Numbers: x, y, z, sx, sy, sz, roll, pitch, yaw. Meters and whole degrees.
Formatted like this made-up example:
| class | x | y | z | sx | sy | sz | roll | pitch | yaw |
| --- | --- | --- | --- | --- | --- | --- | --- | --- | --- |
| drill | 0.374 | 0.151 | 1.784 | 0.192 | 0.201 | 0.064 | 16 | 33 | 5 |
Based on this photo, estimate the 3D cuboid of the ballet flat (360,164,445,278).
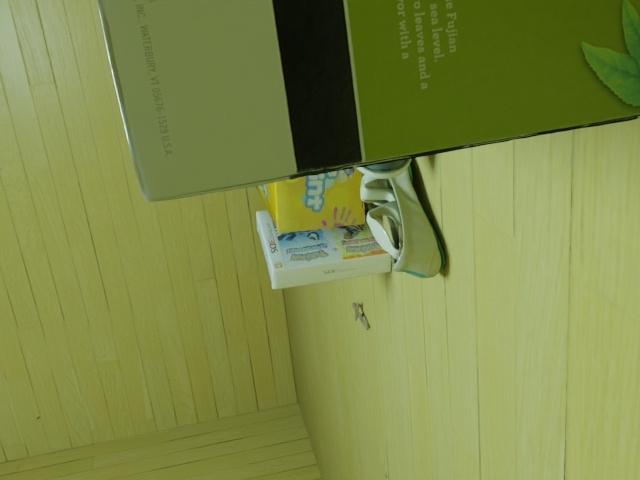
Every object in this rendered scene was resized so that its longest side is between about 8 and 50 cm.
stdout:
| class | x | y | z | sx | sy | sz | roll | pitch | yaw |
| --- | --- | --- | --- | --- | --- | --- | --- | --- | --- |
| ballet flat | 0.096 | -0.055 | 0.937 | 0.086 | 0.086 | 0.248 | 92 | 166 | -52 |

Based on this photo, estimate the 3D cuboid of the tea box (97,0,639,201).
| class | x | y | z | sx | sy | sz | roll | pitch | yaw |
| --- | --- | --- | --- | --- | --- | --- | --- | --- | --- |
| tea box | 0.020 | -0.183 | 0.488 | 0.329 | 0.324 | 0.219 | -131 | 32 | -72 |

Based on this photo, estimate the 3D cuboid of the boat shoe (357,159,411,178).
| class | x | y | z | sx | sy | sz | roll | pitch | yaw |
| --- | --- | --- | --- | --- | --- | --- | --- | --- | --- |
| boat shoe | 0.057 | -0.235 | 0.892 | 0.099 | 0.116 | 0.319 | 92 | 171 | -68 |

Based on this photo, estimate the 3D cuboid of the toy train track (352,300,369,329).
| class | x | y | z | sx | sy | sz | roll | pitch | yaw |
| --- | --- | --- | --- | --- | --- | --- | --- | --- | --- |
| toy train track | 0.088 | 0.158 | 1.444 | 0.083 | 0.014 | 0.048 | -121 | 29 | -52 |

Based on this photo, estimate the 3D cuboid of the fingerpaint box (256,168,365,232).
| class | x | y | z | sx | sy | sz | roll | pitch | yaw |
| --- | --- | --- | --- | --- | --- | --- | --- | --- | --- |
| fingerpaint box | -0.047 | -0.288 | 1.209 | 0.371 | 0.163 | 0.444 | -122 | 28 | -62 |

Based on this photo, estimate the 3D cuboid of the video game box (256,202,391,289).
| class | x | y | z | sx | sy | sz | roll | pitch | yaw |
| --- | --- | --- | --- | --- | --- | --- | --- | --- | --- |
| video game box | 0.000 | 0.000 | 1.205 | 0.187 | 0.205 | 0.048 | -111 | 16 | -51 |
